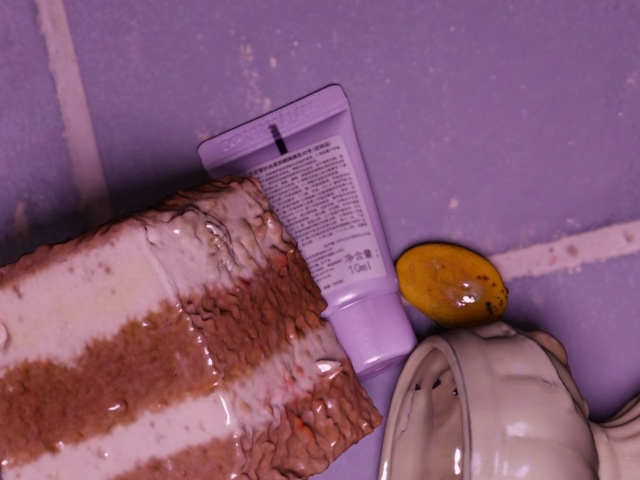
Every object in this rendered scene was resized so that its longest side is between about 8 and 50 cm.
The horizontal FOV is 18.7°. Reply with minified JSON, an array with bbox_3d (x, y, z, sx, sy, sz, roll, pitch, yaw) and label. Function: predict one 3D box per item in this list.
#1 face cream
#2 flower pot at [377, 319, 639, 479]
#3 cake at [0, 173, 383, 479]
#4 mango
[{"bbox_3d":[0.000,0.000,1.847,0.154,0.096,0.274,-24,78,4],"label":"face cream"},{"bbox_3d":[0.200,0.228,1.753,0.244,0.307,0.307,6,90,-15],"label":"flower pot"},{"bbox_3d":[-0.141,0.116,1.721,0.282,0.256,0.290,-23,92,25],"label":"cake"},{"bbox_3d":[0.124,0.044,1.856,0.114,0.057,0.079,21,95,9],"label":"mango"}]
